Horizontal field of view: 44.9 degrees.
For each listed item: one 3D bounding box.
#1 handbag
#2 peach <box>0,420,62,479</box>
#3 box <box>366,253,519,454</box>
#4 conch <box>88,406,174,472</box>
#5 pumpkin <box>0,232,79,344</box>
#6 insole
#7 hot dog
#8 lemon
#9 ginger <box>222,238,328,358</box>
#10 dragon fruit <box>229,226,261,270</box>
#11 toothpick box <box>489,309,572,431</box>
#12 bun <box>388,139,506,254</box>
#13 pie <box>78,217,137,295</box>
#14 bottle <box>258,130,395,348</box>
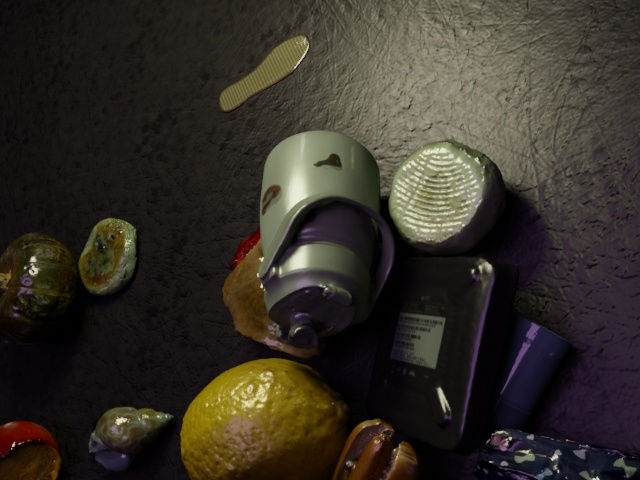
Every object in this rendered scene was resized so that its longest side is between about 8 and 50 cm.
[{"bbox_3d":[0.332,0.337,1.020,0.260,0.161,0.113,5,37,25],"label":"handbag"},{"bbox_3d":[-0.659,0.492,1.658,0.226,0.196,0.189,-27,95,28],"label":"peach"},{"bbox_3d":[0.172,0.162,1.178,0.290,0.073,0.288,-2,72,66],"label":"box"},{"bbox_3d":[-0.395,0.390,1.558,0.116,0.106,0.173,43,121,16],"label":"conch"},{"bbox_3d":[-0.667,0.106,1.759,0.260,0.189,0.260,-15,70,46],"label":"pumpkin"},{"bbox_3d":[-0.123,-0.353,1.653,0.253,0.005,0.086,-32,59,24],"label":"insole"},{"bbox_3d":[0.048,0.430,1.188,0.135,0.100,0.337,38,118,35],"label":"hot dog"},{"bbox_3d":[-0.089,0.317,1.273,0.311,0.254,0.253,-28,62,25],"label":"lemon"},{"bbox_3d":[-0.067,0.098,1.401,0.276,0.130,0.221,5,70,30],"label":"ginger"},{"bbox_3d":[-0.121,0.009,1.504,0.131,0.063,0.097,-37,58,21],"label":"dragon fruit"},{"bbox_3d":[0.288,0.193,1.138,0.101,0.101,0.153,32,93,37],"label":"toothpick box"},{"bbox_3d":[0.212,-0.066,1.260,0.196,0.118,0.195,-13,70,38],"label":"bun"},{"bbox_3d":[-0.486,0.036,1.765,0.187,0.041,0.186,-12,69,33],"label":"pie"},{"bbox_3d":[0.000,0.000,1.258,0.229,0.229,0.351,-25,40,27],"label":"bottle"}]
